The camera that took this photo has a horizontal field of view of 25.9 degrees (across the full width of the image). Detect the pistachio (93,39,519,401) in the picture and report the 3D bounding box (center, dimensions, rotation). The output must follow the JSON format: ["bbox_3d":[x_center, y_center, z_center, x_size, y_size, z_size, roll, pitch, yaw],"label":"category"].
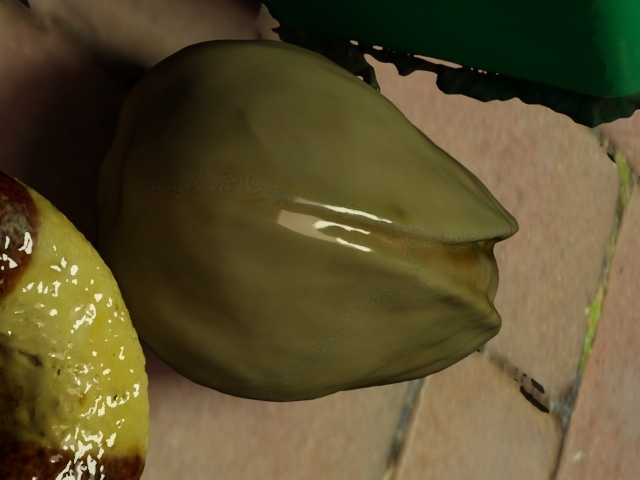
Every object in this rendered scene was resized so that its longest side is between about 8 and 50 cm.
[{"bbox_3d":[0.000,0.000,0.522,0.226,0.136,0.136,21,76,-57],"label":"pistachio"}]

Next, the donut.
[{"bbox_3d":[-0.121,0.046,0.388,0.184,0.073,0.166,41,62,-45],"label":"donut"}]

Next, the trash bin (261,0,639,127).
[{"bbox_3d":[0.043,-0.206,0.407,0.259,0.295,0.381,-70,157,-11],"label":"trash bin"}]
